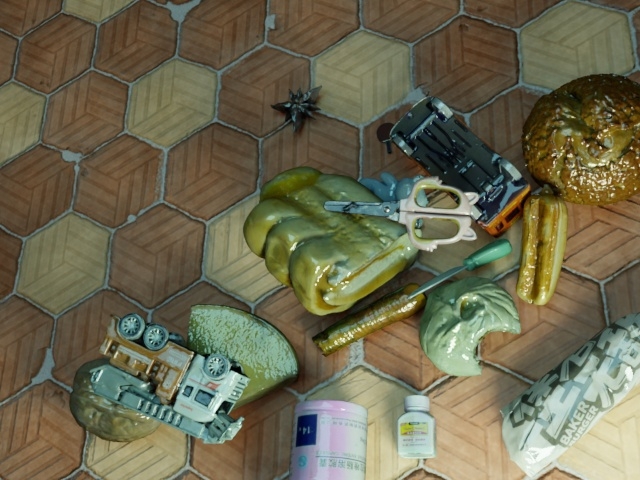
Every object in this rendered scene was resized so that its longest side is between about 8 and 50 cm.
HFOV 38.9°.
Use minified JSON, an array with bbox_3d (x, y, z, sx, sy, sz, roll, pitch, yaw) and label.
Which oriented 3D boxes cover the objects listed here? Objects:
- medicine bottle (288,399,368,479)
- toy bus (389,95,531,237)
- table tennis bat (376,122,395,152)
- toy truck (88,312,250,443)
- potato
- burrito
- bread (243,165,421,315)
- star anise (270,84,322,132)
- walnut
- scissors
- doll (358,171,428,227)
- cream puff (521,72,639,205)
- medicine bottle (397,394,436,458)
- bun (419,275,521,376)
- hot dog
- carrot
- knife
[{"bbox_3d":[0.014,0.454,1.784,0.152,0.152,0.254,-4,65,16],"label":"medicine bottle"},{"bbox_3d":[0.303,-0.162,1.968,0.143,0.153,0.329,-45,62,3],"label":"toy bus"},{"bbox_3d":[0.158,-0.242,2.135,0.050,0.007,0.083,-11,62,12],"label":"table tennis bat"},{"bbox_3d":[-0.296,0.288,1.847,0.338,0.133,0.184,23,81,15],"label":"toy truck"},{"bbox_3d":[-0.159,0.279,1.947,0.255,0.112,0.269,1,79,14],"label":"potato"},{"bbox_3d":[0.522,0.263,1.735,0.445,0.101,0.139,-42,50,-1],"label":"burrito"},{"bbox_3d":[0.000,0.000,1.959,0.341,0.210,0.300,38,49,23],"label":"bread"},{"bbox_3d":[-0.045,-0.336,2.215,0.129,0.056,0.124,-39,60,-1],"label":"star anise"},{"bbox_3d":[-0.436,0.351,1.975,0.230,0.178,0.178,10,70,17],"label":"walnut"},{"bbox_3d":[0.162,-0.060,1.855,0.318,0.024,0.160,4,79,8],"label":"scissors"},{"bbox_3d":[0.169,-0.101,2.042,0.180,0.075,0.120,17,111,44],"label":"doll"},{"bbox_3d":[0.565,-0.216,1.876,0.303,0.212,0.303,-8,67,19],"label":"cream puff"},{"bbox_3d":[0.193,0.374,1.817,0.074,0.055,0.118,-5,65,18],"label":"medicine bottle"},{"bbox_3d":[0.299,0.167,1.837,0.204,0.126,0.212,9,70,24],"label":"bun"},{"bbox_3d":[0.459,0.009,1.854,0.102,0.076,0.249,8,94,52],"label":"hot dog"},{"bbox_3d":[0.106,0.170,1.931,0.260,0.070,0.070,-28,61,6],"label":"carrot"},{"bbox_3d":[0.285,0.060,1.900,0.260,0.063,0.034,-25,101,-12],"label":"knife"}]
